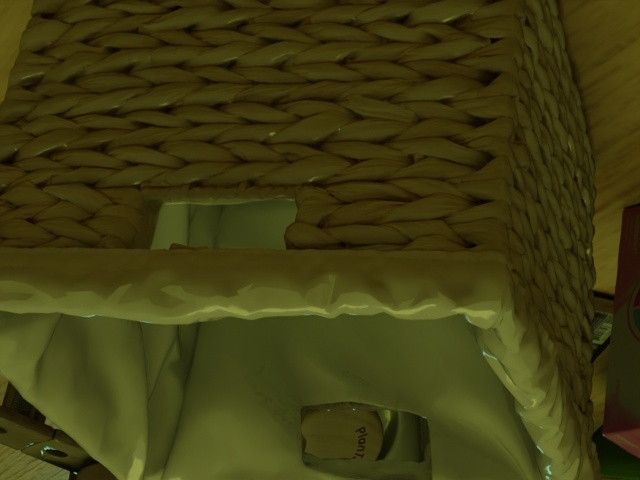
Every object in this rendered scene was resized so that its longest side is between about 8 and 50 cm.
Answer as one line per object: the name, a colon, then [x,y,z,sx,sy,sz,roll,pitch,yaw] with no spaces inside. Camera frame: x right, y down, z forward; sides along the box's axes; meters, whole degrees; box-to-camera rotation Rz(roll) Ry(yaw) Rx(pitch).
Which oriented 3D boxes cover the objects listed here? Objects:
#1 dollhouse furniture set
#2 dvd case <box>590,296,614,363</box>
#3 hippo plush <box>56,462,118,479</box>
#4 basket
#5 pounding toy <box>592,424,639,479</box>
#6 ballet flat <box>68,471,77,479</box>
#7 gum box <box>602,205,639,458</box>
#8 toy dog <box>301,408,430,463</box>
dollhouse furniture set: [-0.207,0.108,1.437,0.129,0.129,0.184,27,149,-29]
dvd case: [0.127,0.066,1.369,0.221,0.018,0.164,12,154,-5]
hippo plush: [-0.158,0.348,1.530,0.294,0.236,0.234,11,153,-38]
basket: [0.000,0.000,1.015,0.328,0.266,0.331,0,150,19]
pounding toy: [0.321,0.145,1.351,0.183,0.110,0.237,4,176,-35]
ballet flat: [-0.160,0.170,1.585,0.342,0.116,0.124,-20,120,44]
gum box: [0.259,0.060,1.125,0.107,0.188,0.062,-18,142,43]
toy dog: [0.082,0.174,1.395,0.161,0.220,0.333,-36,140,5]
